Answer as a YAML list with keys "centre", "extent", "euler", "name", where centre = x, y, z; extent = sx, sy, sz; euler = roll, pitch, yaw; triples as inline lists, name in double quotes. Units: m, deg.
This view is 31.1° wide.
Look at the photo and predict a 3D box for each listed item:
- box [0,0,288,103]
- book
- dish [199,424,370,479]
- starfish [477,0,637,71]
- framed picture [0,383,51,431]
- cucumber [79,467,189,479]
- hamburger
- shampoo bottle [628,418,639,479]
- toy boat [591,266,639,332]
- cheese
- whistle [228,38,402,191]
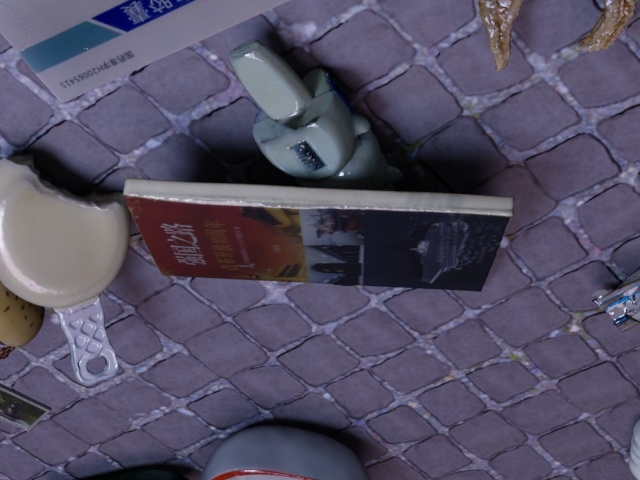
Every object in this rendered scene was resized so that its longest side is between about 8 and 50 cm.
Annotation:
- centre: [-0.148, -0.267, 1.003]
  extent: [0.343, 0.065, 0.200]
  euler: [-20, 129, 22]
  name: "box"
- centre: [0.000, 0.000, 1.204]
  extent: [0.374, 0.028, 0.262]
  euler: [2, 162, 2]
  name: "book"
- centre: [-0.049, 0.334, 1.541]
  extent: [0.256, 0.117, 0.256]
  euler: [3, 135, 3]
  name: "dish"
- centre: [0.177, -0.294, 0.959]
  extent: [0.302, 0.060, 0.299]
  euler: [35, 134, -16]
  name: "starfish"
- centre: [-0.415, 0.224, 1.541]
  extent: [0.089, 0.006, 0.066]
  euler: [32, 128, -24]
  name: "framed picture"
- centre: [-0.287, 0.361, 1.620]
  extent: [0.244, 0.063, 0.115]
  euler: [-13, 156, 17]
  name: "cucumber"
- centre: [-0.387, 0.069, 1.289]
  extent: [0.137, 0.175, 0.175]
  euler: [-25, 128, 10]
  name: "hamburger"
- centre: [0.435, 0.252, 1.474]
  extent: [0.077, 0.045, 0.152]
  euler: [-5, 132, 10]
  name: "shampoo bottle"
- centre: [0.403, 0.038, 1.262]
  extent: [0.210, 0.066, 0.084]
  euler: [-32, 158, 20]
  name: "toy boat"
- centre: [-0.289, 0.035, 1.232]
  extent: [0.163, 0.071, 0.248]
  euler: [3, 99, -22]
  name: "cheese"
- centre: [-0.007, -0.107, 1.129]
  extent: [0.110, 0.092, 0.244]
  euler: [-20, 132, 28]
  name: "whistle"
